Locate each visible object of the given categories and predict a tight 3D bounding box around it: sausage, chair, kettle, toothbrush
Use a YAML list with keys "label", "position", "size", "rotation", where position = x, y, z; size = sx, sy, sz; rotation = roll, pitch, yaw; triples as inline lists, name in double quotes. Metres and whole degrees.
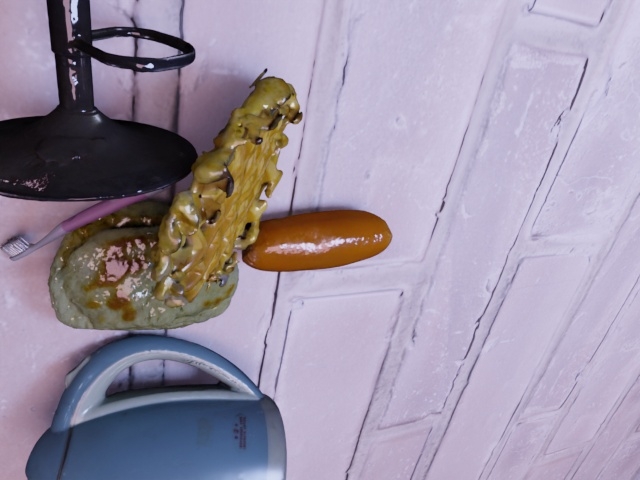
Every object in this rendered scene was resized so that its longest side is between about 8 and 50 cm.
- label: "sausage"
  position: [0.000, 0.000, 0.748]
  size: [0.238, 0.098, 0.098]
  rotation: [-5, 122, -22]
- label: "chair"
  position: [-0.210, -0.255, 0.395]
  size: [0.227, 0.226, 0.401]
  rotation: [-6, 122, -23]
- label: "kettle"
  position: [-0.248, 0.309, 0.763]
  size: [0.342, 0.247, 0.319]
  rotation: [15, 81, -25]
- label: "toothbrush"
  position: [-0.269, -0.023, 0.552]
  size: [0.286, 0.020, 0.025]
  rotation: [-18, 127, 27]

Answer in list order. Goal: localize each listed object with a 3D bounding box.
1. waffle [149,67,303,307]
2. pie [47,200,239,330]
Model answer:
- label: "waffle"
  position: [-0.096, -0.053, 0.563]
  size: [0.060, 0.262, 0.280]
  rotation: [26, 100, 2]
- label: "pie"
  position: [-0.226, 0.049, 0.668]
  size: [0.248, 0.090, 0.201]
  rotation: [4, 115, -33]
